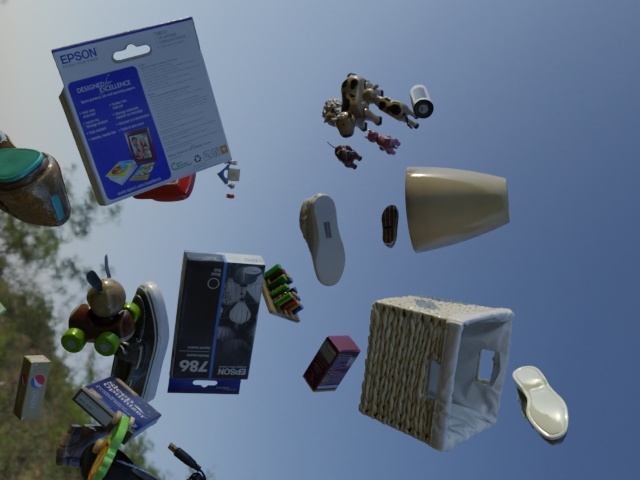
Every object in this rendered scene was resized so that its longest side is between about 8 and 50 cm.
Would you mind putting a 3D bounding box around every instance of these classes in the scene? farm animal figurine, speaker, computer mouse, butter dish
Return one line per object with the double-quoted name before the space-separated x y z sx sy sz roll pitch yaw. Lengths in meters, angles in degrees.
"farm animal figurine" 0.127 -0.402 2.284 0.330 0.172 0.326 -35 -130 34
"speaker" 0.271 -0.375 1.946 0.136 0.055 0.055 -86 179 -61
"computer mouse" -0.357 0.465 1.425 0.184 0.262 0.060 -57 169 6
"butter dish" -0.383 -0.155 1.871 0.118 0.160 0.160 58 33 -57

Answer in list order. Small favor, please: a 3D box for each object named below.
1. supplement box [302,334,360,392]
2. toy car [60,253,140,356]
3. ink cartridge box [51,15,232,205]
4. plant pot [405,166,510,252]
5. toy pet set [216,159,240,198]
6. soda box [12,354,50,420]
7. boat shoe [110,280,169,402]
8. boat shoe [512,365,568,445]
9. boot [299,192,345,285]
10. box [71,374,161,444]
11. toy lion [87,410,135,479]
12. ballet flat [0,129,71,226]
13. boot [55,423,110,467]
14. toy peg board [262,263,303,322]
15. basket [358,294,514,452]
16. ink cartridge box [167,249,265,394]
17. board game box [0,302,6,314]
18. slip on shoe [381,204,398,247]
"supplement box" 0.036 0.412 2.413 0.081 0.104 0.188 49 -60 38
"toy car" -0.489 0.132 1.594 0.155 0.149 0.188 -74 168 -63
"ink cartridge box" -0.354 -0.263 1.457 0.072 0.304 0.307 7 -63 55
"plant pot" 0.399 -0.100 2.077 0.256 0.274 0.256 -5 90 -73
"toy pet set" -0.291 -0.193 2.226 0.114 0.065 0.122 -174 -91 -72
"soda box" -0.848 0.432 2.121 0.058 0.061 0.181 19 -82 43
"boat shoe" -0.448 0.261 1.747 0.121 0.119 0.335 31 -61 45
"boat shoe" 0.621 0.472 2.026 0.305 0.109 0.091 -96 171 -66
"boot" 0.000 0.000 2.036 0.123 0.095 0.258 171 -84 -68
"box" -0.404 0.337 1.473 0.136 0.036 0.225 39 -1 5
"toy lion" -0.337 0.335 1.149 0.100 0.034 0.096 -56 -164 11
"ballet flat" -0.463 -0.090 1.052 0.342 0.116 0.124 18 -38 39
"boot" -0.499 0.432 1.515 0.042 0.118 0.087 13 -97 42
"toy peg board" -0.111 0.160 2.276 0.079 0.161 0.161 -34 -121 19
"basket" 0.297 0.319 1.858 0.266 0.331 0.328 11 -84 35
"ink cartridge box" -0.220 0.188 1.508 0.065 0.165 0.332 -129 -134 -65
"board game box" -0.824 0.091 1.584 0.039 0.124 0.259 -30 -77 28
"slip on shoe" 0.209 -0.041 2.147 0.041 0.051 0.135 57 31 -56
